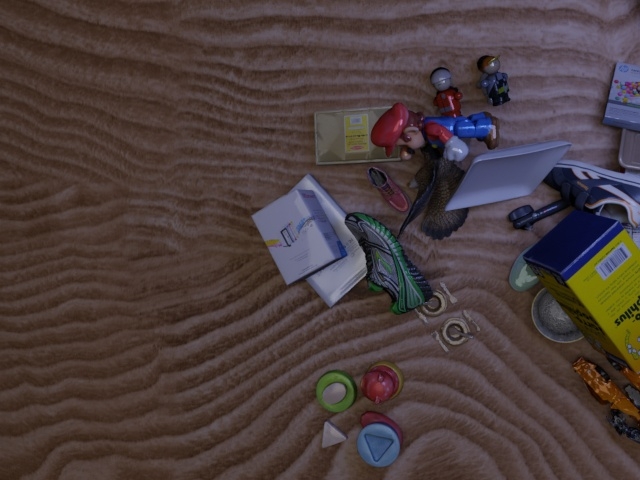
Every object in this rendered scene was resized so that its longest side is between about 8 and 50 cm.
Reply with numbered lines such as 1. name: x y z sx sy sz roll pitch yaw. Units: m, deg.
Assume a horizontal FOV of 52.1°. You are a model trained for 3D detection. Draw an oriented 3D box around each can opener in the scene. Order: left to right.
1. can opener: 0.630 -0.081 1.856 0.186 0.059 0.073 -22 86 15

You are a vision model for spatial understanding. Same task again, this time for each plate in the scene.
1. plate: 0.486 -0.178 1.749 0.278 0.277 0.045 -12 68 -12

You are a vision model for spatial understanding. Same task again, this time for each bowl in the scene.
1. bowl: 0.681 0.197 1.842 0.170 0.080 0.170 1 92 16

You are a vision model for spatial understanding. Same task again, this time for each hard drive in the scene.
1. hard drive: 0.000 0.000 2.038 0.233 0.047 0.353 -43 82 13

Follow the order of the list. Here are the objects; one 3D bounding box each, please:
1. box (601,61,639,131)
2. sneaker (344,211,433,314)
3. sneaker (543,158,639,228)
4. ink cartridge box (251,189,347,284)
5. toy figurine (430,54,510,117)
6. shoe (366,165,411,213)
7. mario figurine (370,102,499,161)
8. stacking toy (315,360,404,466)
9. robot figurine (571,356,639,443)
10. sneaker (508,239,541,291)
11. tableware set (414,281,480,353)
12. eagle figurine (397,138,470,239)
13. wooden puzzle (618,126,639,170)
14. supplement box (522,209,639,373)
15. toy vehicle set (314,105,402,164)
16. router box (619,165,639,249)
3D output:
1. box: 0.849 -0.383 1.756 0.145 0.038 0.186 16 68 14
2. sneaker: 0.176 0.065 1.900 0.146 0.134 0.343 -36 89 -6
3. sneaker: 0.712 -0.124 1.738 0.321 0.126 0.127 22 77 44
4. ink cartridge box: -0.060 -0.014 1.941 0.168 0.171 0.233 -29 84 15
5. toy figurine: 0.412 -0.432 1.823 0.209 0.213 0.148 -18 101 16
6. shoe: 0.202 -0.150 1.959 0.063 0.081 0.178 -40 82 13
7. mario figurine: 0.290 -0.260 1.708 0.320 0.198 0.170 0 77 -2
8. stacking toy: 0.111 0.531 1.985 0.279 0.130 0.309 -3 91 15
9. robot figurine: 0.852 0.410 1.801 0.211 0.085 0.291 -44 80 13
10. sneaker: 0.621 0.047 1.816 0.094 0.151 0.256 44 103 8
11. tableware set: 0.367 0.231 1.950 0.128 0.039 0.194 -39 82 13
12. eagle figurine: 0.318 -0.155 1.879 0.226 0.225 0.298 -4 80 1
13. wooden puzzle: 0.911 -0.241 1.721 0.238 0.044 0.221 16 52 15
14. supplement box: 0.722 0.125 1.661 0.195 0.194 0.356 -42 105 -1
15. toy vehicle set: 0.114 -0.319 2.000 0.266 0.035 0.166 -1 92 15
16. router box: 0.963 -0.058 1.754 0.335 0.082 0.301 9 94 15
